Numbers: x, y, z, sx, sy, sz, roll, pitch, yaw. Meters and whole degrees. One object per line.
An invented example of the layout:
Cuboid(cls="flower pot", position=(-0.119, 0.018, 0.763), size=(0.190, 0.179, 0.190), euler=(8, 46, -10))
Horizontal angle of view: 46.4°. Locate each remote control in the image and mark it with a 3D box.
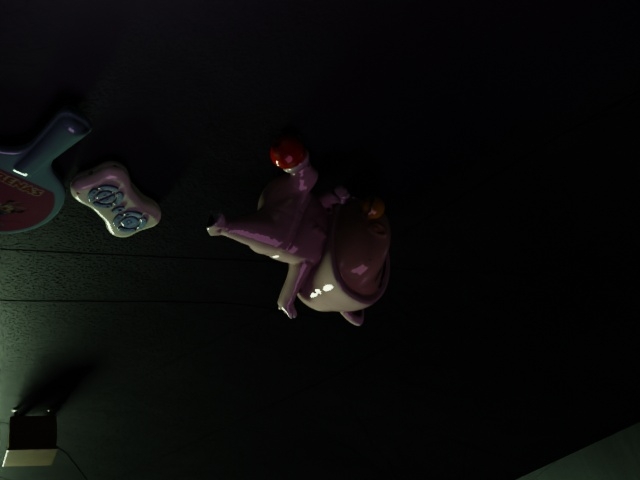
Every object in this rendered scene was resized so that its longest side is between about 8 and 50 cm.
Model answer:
Cuboid(cls="remote control", position=(-0.254, -0.049, 0.935), size=(0.074, 0.032, 0.122), euler=(-21, 143, 9))

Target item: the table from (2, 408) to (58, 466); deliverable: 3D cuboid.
Cuboid(cls="table", position=(-0.514, 0.347, 1.324), size=(0.083, 0.082, 0.070), euler=(6, 139, -26))

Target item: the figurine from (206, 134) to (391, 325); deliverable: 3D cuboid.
Cuboid(cls="figurine", position=(0.000, 0.000, 0.989), size=(0.186, 0.176, 0.287), euler=(-12, 137, 40))

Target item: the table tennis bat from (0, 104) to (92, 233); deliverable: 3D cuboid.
Cuboid(cls="table tennis bat", position=(-0.351, -0.079, 0.861), size=(0.244, 0.040, 0.153), euler=(-31, 141, 27))
